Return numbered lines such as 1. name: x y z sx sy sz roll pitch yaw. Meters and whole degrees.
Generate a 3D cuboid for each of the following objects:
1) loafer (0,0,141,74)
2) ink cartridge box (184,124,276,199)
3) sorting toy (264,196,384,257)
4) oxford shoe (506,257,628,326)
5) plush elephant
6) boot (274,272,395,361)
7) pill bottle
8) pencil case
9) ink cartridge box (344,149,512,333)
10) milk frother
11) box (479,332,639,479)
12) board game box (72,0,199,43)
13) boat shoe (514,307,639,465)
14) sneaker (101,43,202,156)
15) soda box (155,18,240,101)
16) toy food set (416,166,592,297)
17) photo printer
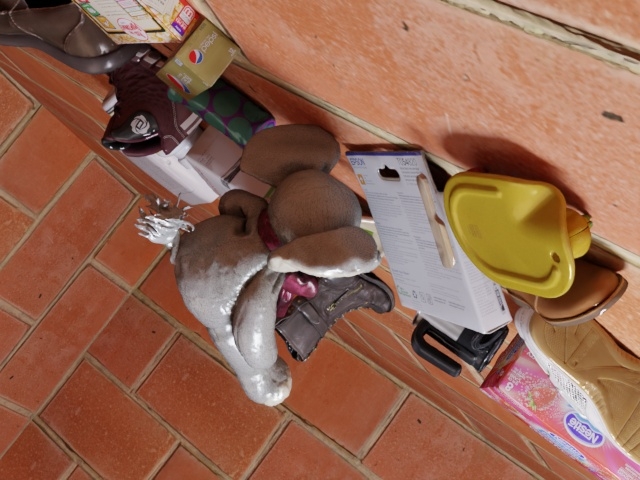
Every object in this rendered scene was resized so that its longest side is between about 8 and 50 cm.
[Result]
1. loafer: -0.412 -0.361 1.426 0.365 0.134 0.130 21 141 29
2. ink cartridge box: -0.095 -0.090 1.587 0.219 0.093 0.160 33 170 25
3. sorting toy: 0.000 0.000 1.475 0.208 0.038 0.193 12 159 -9
4. oxford shoe: 0.237 0.037 1.009 0.076 0.076 0.212 49 169 -16
5. plush elephant: -0.042 0.008 1.222 0.330 0.255 0.272 53 -156 -51
6. boot: 0.019 0.143 1.900 0.091 0.229 0.263 29 168 42
7. pill bottle: -0.273 -0.208 1.652 0.184 0.103 0.103 41 171 -21
8. pencil case: -0.138 -0.185 1.360 0.151 0.064 0.070 36 155 9
9. ink cartridge box: 0.125 -0.012 1.158 0.223 0.045 0.224 15 128 69
10. milk frother: 0.222 0.126 1.515 0.134 0.129 0.143 34 128 17
11. box: 0.365 0.233 1.340 0.257 0.123 0.128 37 171 3
12. board game box: -0.256 -0.311 1.140 0.146 0.045 0.193 11 155 44
13. boat shoe: 0.350 0.175 1.214 0.277 0.098 0.096 48 170 -10
14. sneaker: -0.312 -0.229 1.492 0.281 0.162 0.106 34 171 19
15. soda box: -0.159 -0.227 1.233 0.058 0.061 0.181 39 171 -15
16. toy food set: 0.188 -0.023 0.937 0.218 0.071 0.128 17 134 61
17. photo printer: -0.290 -0.177 1.867 0.256 0.107 0.307 39 171 -13
